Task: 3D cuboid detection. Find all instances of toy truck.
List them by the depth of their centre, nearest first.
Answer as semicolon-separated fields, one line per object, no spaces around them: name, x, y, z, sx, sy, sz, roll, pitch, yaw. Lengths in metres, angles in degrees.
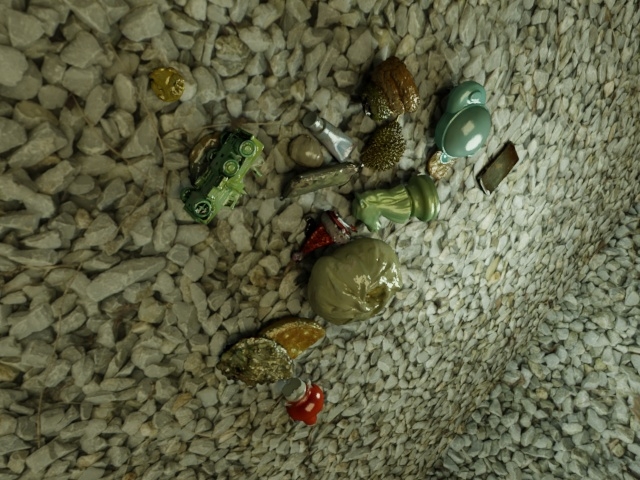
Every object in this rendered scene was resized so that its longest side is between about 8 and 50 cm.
toy truck;-0.241;-0.154;1.216;0.259;0.128;0.135;-52;131;-2

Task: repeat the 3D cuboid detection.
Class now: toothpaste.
toothpaste;0.036;-0.314;1.441;0.234;0.057;0.089;29;97;-49

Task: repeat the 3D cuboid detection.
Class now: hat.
hat;0.000;-0.001;1.567;0.227;0.128;0.140;-38;158;9

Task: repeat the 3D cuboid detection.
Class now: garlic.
garlic;-0.040;-0.262;1.396;0.113;0.074;0.094;21;111;-26

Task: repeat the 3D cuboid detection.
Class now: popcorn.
popcorn;-0.357;-0.378;1.114;0.084;0.084;0.084;-17;123;-29

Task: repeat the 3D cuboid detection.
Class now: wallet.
wallet;0.756;-0.304;1.992;0.232;0.031;0.122;-48;128;-8

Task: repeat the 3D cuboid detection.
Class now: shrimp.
shrimp;-0.283;-0.186;1.279;0.150;0.051;0.217;-14;114;-26

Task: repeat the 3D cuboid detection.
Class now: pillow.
pillow;0.003;-0.193;1.441;0.255;0.169;0.059;-17;82;-28

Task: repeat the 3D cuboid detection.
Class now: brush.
brush;-0.009;0.118;1.658;0.190;0.034;0.027;-19;86;-30

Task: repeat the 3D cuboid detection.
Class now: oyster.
oyster;-0.214;0.421;1.596;0.260;0.092;0.198;20;116;-27

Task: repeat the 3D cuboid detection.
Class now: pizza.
pizza;-0.109;0.361;1.698;0.292;0.058;0.197;0;115;-35

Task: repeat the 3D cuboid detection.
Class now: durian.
durian;0.234;-0.320;1.551;0.147;0.102;0.208;16;100;-35

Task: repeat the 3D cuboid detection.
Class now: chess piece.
chess piece;0.252;-0.121;1.646;0.298;0.175;0.175;-14;123;-9

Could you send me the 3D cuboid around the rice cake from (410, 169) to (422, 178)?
rice cake;0.382;-0.179;1.780;0.047;0.036;0.206;-29;130;-3

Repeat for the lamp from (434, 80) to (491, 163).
lamp;0.507;-0.416;1.649;0.210;0.147;0.283;-18;115;-22

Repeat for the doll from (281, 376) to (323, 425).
doll;-0.062;0.635;1.838;0.161;0.130;0.290;-41;137;-15

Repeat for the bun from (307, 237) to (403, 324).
bun;0.136;0.158;1.623;0.365;0.219;0.365;-26;146;-20

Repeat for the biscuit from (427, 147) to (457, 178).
biscuit;0.493;-0.345;1.775;0.118;0.029;0.247;39;89;-35

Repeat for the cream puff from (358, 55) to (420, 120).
cream puff;0.191;-0.440;1.415;0.169;0.183;0.183;-29;131;5
